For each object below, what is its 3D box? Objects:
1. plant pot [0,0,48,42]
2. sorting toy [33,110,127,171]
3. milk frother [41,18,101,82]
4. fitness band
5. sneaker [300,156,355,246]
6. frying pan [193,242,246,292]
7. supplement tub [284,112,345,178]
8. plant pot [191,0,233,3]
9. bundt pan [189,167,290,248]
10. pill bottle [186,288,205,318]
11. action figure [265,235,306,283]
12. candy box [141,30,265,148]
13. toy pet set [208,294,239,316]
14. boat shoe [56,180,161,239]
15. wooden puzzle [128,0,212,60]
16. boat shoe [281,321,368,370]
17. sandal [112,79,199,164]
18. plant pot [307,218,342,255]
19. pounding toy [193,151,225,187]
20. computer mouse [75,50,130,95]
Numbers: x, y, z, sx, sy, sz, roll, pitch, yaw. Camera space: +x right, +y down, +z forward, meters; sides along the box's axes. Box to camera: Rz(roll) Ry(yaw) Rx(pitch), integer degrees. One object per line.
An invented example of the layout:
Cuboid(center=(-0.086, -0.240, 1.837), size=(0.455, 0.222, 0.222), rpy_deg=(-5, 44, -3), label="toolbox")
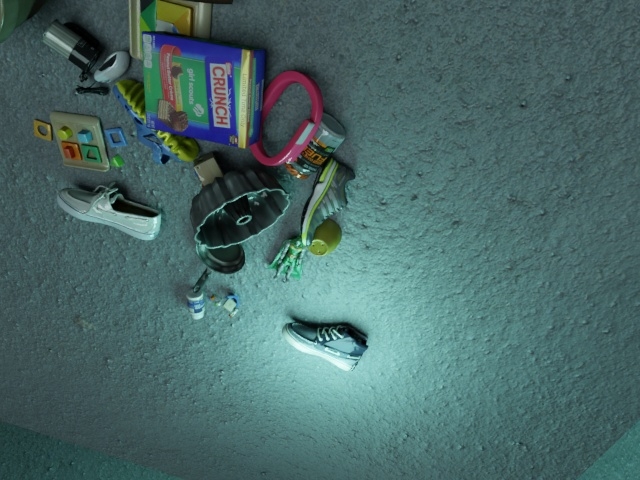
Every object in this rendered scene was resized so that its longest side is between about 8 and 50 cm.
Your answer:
Cuboid(center=(-0.895, -0.698, 1.223), size=(0.323, 0.280, 0.323), rpy_deg=(6, 122, 10), label="plant pot")
Cuboid(center=(-0.836, -0.335, 1.580), size=(0.348, 0.047, 0.195), rpy_deg=(9, 123, 7), label="sorting toy")
Cuboid(center=(-0.743, -0.557, 1.365), size=(0.135, 0.129, 0.143), rpy_deg=(34, 116, -24), label="milk frother")
Cuboid(center=(-0.107, -0.352, 1.344), size=(0.291, 0.054, 0.209), rpy_deg=(-47, 65, 32), label="fitness band")
Cuboid(center=(0.018, -0.110, 1.467), size=(0.121, 0.111, 0.299), rpy_deg=(20, 107, -9), label="sneaker")
Cuboid(center=(-0.380, 0.092, 1.748), size=(0.197, 0.053, 0.326), rpy_deg=(15, 126, 3), label="frying pan")
Cuboid(center=(-0.022, -0.283, 1.391), size=(0.117, 0.117, 0.190), rpy_deg=(36, 123, -11), label="supplement tub")
Cuboid(center=(-0.321, -0.698, 1.159), size=(0.231, 0.215, 0.215), rpy_deg=(17, 125, -16), label="plant pot")
Cuboid(center=(-0.269, -0.112, 1.466), size=(0.331, 0.331, 0.124), rpy_deg=(-41, 69, 30), label="bundt pan")
Cuboid(center=(-0.508, 0.261, 1.873), size=(0.067, 0.067, 0.120), rpy_deg=(8, 123, 8), label="pill bottle")
Cuboid(center=(-0.108, 0.064, 1.648), size=(0.137, 0.063, 0.232), rpy_deg=(15, 134, -11), label="action figure")
Cuboid(center=(-0.328, -0.425, 1.294), size=(0.317, 0.122, 0.268), rpy_deg=(13, 119, 9), label="candy box")
Cuboid(center=(-0.376, 0.246, 1.854), size=(0.122, 0.065, 0.114), rpy_deg=(42, 156, -11), label="toy pet set")
Cuboid(center=(-0.746, -0.134, 1.636), size=(0.367, 0.135, 0.156), rpy_deg=(23, 124, -6), label="boat shoe")
Cuboid(center=(-0.438, -0.607, 1.321), size=(0.239, 0.044, 0.220), rpy_deg=(16, 124, 2), label="wooden puzzle")
Cuboid(center=(0.029, 0.377, 1.808), size=(0.341, 0.127, 0.158), rpy_deg=(27, 117, -15), label="boat shoe")
Cuboid(center=(-0.543, -0.358, 1.460), size=(0.138, 0.126, 0.317), rpy_deg=(-25, 112, 30), label="sandal")
Cuboid(center=(0.000, 0.000, 1.578), size=(0.134, 0.095, 0.134), rpy_deg=(6, 123, 10), label="plant pot")
Cuboid(center=(-0.370, -0.209, 1.515), size=(0.100, 0.141, 0.130), rpy_deg=(-27, 116, -5), label="pounding toy")
Cuboid(center=(-0.651, -0.504, 1.404), size=(0.193, 0.106, 0.042), rpy_deg=(-32, 86, 23), label="computer mouse")
